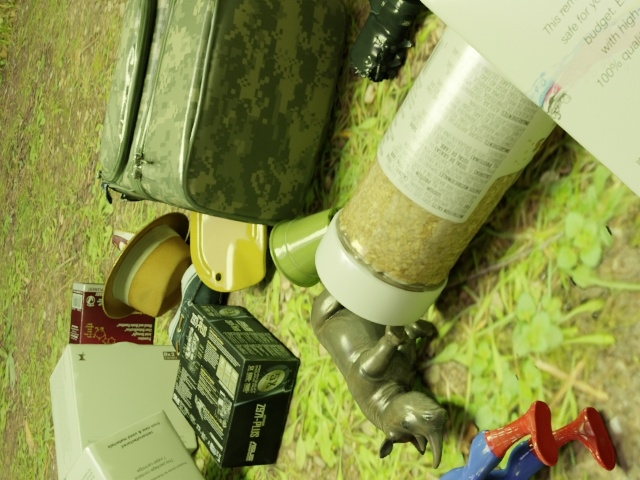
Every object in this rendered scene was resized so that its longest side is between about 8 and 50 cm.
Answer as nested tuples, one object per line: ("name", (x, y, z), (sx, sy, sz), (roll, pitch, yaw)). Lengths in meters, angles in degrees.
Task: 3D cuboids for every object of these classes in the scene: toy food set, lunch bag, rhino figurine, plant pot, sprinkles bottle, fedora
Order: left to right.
("fedora", (-0.245, 0.052, 1.276), (0.079, 0.194, 0.194), (34, 120, 17))
("lunch bag", (-0.142, -0.175, 0.997), (0.256, 0.212, 0.305), (16, 97, 44))
("toy food set", (-0.106, -0.040, 1.123), (0.128, 0.071, 0.218), (-2, 85, 34))
("plant pot", (0.000, 0.000, 0.933), (0.079, 0.083, 0.083), (-29, 60, 39))
("rhino figurine", (0.060, 0.119, 0.812), (0.106, 0.073, 0.243), (-59, 41, 29))
("sprinkles bottle", (0.118, -0.087, 0.699), (0.355, 0.121, 0.121), (-60, 39, 34))

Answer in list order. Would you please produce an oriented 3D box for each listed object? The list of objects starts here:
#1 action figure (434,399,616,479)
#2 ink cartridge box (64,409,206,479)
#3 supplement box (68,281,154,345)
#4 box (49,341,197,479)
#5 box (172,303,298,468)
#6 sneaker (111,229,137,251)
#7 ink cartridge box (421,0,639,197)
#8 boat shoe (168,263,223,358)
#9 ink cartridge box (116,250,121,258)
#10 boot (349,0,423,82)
("action figure", (0.116, 0.244, 0.680), (0.280, 0.091, 0.139), (-45, 40, 47))
("ink cartridge box", (-0.208, 0.401, 1.072), (0.289, 0.121, 0.211), (55, 135, 16))
("supplement box", (-0.360, 0.194, 1.433), (0.073, 0.130, 0.239), (1, 87, 58))
("box", (-0.305, 0.262, 1.281), (0.119, 0.181, 0.182), (-51, 45, 42))
("box", (-0.115, 0.182, 1.083), (0.180, 0.077, 0.147), (32, 113, 55))
("sneaker", (-0.318, 0.029, 1.447), (0.185, 0.069, 0.084), (5, 84, 60))
("ink cartridge box", (0.209, -0.132, 0.427), (0.233, 0.168, 0.171), (47, 131, 13))
("boat shoe", (-0.166, 0.111, 1.199), (0.083, 0.065, 0.183), (62, 141, 39))
("ink cartridge box", (-0.387, 0.139, 1.561), (0.171, 0.056, 0.235), (4, 91, 59))
("boot", (0.060, -0.235, 0.895), (0.099, 0.045, 0.121), (-63, 38, 37))
